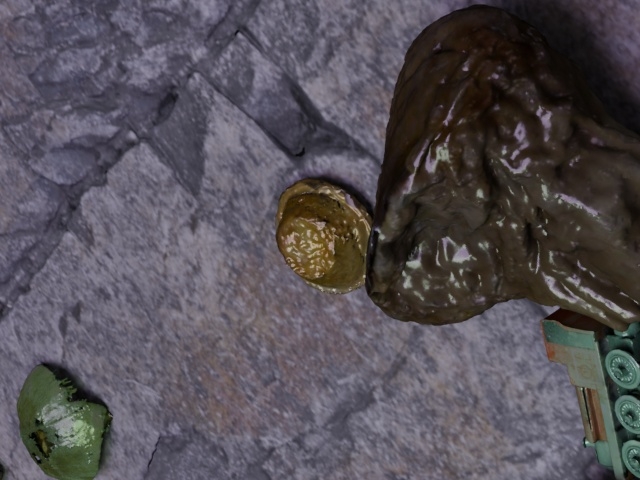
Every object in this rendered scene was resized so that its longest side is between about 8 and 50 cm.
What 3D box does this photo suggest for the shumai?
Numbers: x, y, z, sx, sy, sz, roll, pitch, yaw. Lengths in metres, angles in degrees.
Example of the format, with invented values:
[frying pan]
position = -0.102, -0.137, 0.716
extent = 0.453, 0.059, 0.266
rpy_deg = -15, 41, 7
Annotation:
[shumai]
position = 0.191, -0.050, 1.673
extent = 0.283, 0.217, 0.346
rpy_deg = 10, 132, 2

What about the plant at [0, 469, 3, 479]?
[plant]
position = -0.473, 0.457, 2.359
extent = 0.297, 0.306, 0.261
rpy_deg = -35, 57, 17

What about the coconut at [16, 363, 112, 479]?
[coconut]
position = -0.307, 0.224, 2.241
extent = 0.133, 0.055, 0.158
rpy_deg = -12, 105, 43

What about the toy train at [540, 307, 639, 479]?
[toy train]
position = 0.273, 0.141, 1.735
extent = 0.118, 0.074, 0.176
rpy_deg = 10, 122, 46

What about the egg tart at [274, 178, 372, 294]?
[egg tart]
position = 0.000, 0.000, 1.892
extent = 0.129, 0.049, 0.129
rpy_deg = 17, 122, 30
